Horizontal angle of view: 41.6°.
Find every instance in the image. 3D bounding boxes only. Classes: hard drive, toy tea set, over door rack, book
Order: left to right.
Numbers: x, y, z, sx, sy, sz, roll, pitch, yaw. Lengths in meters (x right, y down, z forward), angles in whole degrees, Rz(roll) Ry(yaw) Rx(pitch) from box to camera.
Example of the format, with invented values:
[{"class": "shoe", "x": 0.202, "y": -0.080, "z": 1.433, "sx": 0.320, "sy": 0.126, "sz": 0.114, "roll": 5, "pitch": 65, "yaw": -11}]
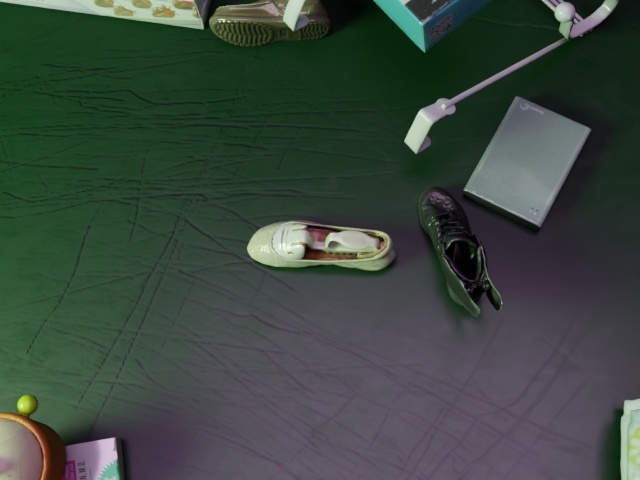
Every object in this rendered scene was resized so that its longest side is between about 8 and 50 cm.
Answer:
[{"class": "toy tea set", "x": -0.319, "y": 0.315, "z": 0.785, "sx": 0.200, "sy": 0.124, "sz": 0.336, "roll": -18, "pitch": 79, "yaw": -2}, {"class": "book", "x": -0.275, "y": 0.265, "z": 0.874, "sx": 0.144, "sy": 0.035, "sz": 0.096, "roll": -10, "pitch": 75, "yaw": 0}, {"class": "over door rack", "x": 0.158, "y": -0.281, "z": 0.962, "sx": 0.324, "sy": 0.108, "sz": 0.239, "roll": -35, "pitch": 71, "yaw": -18}, {"class": "hard drive", "x": 0.234, "y": -0.089, "z": 0.955, "sx": 0.094, "sy": 0.022, "sz": 0.135, "roll": 27, "pitch": 75, "yaw": 13}]

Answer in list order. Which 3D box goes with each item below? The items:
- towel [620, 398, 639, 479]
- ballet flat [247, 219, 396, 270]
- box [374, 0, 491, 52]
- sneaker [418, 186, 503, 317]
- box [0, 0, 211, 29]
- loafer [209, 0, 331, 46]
[{"class": "towel", "x": 0.440, "y": 0.333, "z": 0.760, "sx": 0.321, "sy": 0.090, "sz": 0.374, "roll": 2, "pitch": 71, "yaw": 9}, {"class": "ballet flat", "x": 0.000, "y": 0.000, "z": 0.929, "sx": 0.168, "sy": 0.052, "sz": 0.057, "roll": 2, "pitch": 71, "yaw": 6}, {"class": "box", "x": 0.072, "y": -0.326, "z": 0.912, "sx": 0.100, "sy": 0.060, "sz": 0.244, "roll": -38, "pitch": 71, "yaw": -3}, {"class": "sneaker", "x": 0.147, "y": 0.006, "z": 0.894, "sx": 0.051, "sy": 0.089, "sz": 0.170, "roll": -16, "pitch": 71, "yaw": -1}, {"class": "box", "x": -0.297, "y": -0.330, "z": 1.064, "sx": 0.324, "sy": 0.063, "sz": 0.067, "roll": 9, "pitch": 70, "yaw": 8}, {"class": "loafer", "x": -0.062, "y": -0.273, "z": 1.031, "sx": 0.148, "sy": 0.056, "sz": 0.050, "roll": -1, "pitch": 68, "yaw": -7}]
